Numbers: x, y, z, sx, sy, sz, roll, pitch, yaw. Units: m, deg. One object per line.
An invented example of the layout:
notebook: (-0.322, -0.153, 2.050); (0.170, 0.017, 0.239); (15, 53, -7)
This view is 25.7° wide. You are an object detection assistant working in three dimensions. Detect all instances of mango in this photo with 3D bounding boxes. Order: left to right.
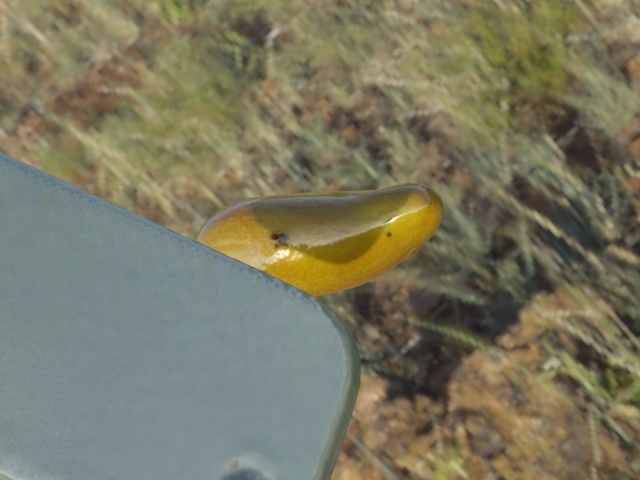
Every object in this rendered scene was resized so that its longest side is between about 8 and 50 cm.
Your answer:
mango: (0.000, 0.005, 1.418); (0.262, 0.157, 0.108); (-8, 79, 13)

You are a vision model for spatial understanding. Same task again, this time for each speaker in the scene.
speaker: (-0.199, 0.074, 0.822); (0.184, 0.406, 0.183); (125, 168, -58)
